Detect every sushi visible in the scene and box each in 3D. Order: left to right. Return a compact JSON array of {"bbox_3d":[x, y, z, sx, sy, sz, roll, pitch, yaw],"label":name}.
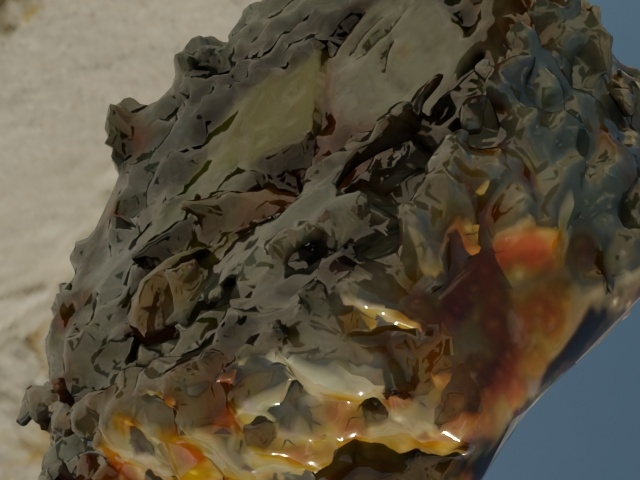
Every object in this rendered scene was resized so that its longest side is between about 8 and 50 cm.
[{"bbox_3d":[-0.002,-0.001,0.825,0.417,0.176,0.417,-34,-151,21],"label":"sushi"}]
